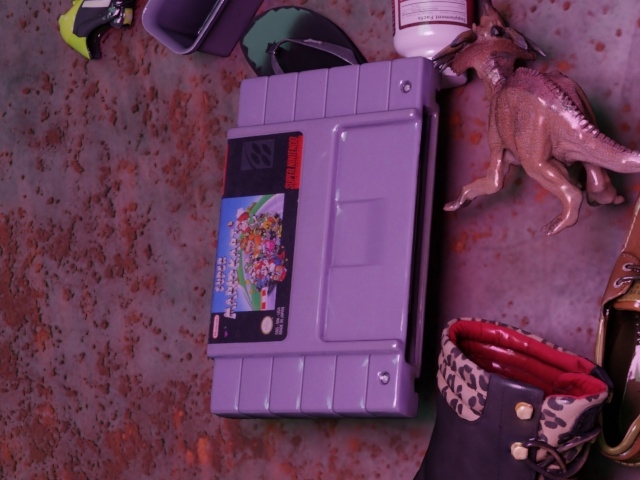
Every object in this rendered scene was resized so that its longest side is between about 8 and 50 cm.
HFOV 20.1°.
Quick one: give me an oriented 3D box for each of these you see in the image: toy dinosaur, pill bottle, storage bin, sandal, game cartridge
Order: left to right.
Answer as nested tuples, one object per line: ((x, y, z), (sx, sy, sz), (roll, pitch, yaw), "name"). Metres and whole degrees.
((-0.121, -0.269, 1.982), (0.098, 0.091, 0.135), (39, 101, 28), "storage bin")
((0.000, 0.000, 1.788), (0.230, 0.068, 0.355), (-3, 74, 28), "game cartridge")
((0.010, -0.172, 1.914), (0.254, 0.054, 0.097), (39, 102, 28), "sandal")
((0.115, -0.236, 1.846), (0.086, 0.086, 0.152), (-6, 80, 29), "pill bottle")
((0.203, -0.124, 1.709), (0.295, 0.127, 0.200), (21, 123, 59), "toy dinosaur")

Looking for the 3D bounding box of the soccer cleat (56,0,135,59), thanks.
((-0.233, -0.288, 2.073), (0.072, 0.060, 0.179), (44, 111, 17), "soccer cleat")

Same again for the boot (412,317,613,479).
((0.203, 0.260, 1.616), (0.377, 0.138, 0.284), (35, 122, 50), "boot")

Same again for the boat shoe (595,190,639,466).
((0.319, 0.059, 1.675), (0.110, 0.104, 0.307), (6, 86, 30), "boat shoe")
